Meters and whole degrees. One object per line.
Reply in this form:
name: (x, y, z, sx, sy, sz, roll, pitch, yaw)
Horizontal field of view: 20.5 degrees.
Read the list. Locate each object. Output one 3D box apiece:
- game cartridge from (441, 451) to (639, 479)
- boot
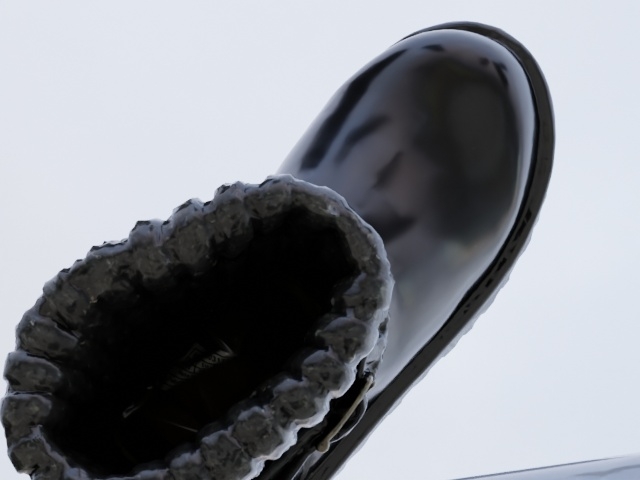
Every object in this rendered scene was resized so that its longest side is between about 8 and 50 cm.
game cartridge: (0.052, 0.203, 0.427, 0.198, 0.297, 0.062, -11, -21, 19)
boot: (0.003, 0.003, 0.823, 0.131, 0.348, 0.260, 29, -14, 14)
